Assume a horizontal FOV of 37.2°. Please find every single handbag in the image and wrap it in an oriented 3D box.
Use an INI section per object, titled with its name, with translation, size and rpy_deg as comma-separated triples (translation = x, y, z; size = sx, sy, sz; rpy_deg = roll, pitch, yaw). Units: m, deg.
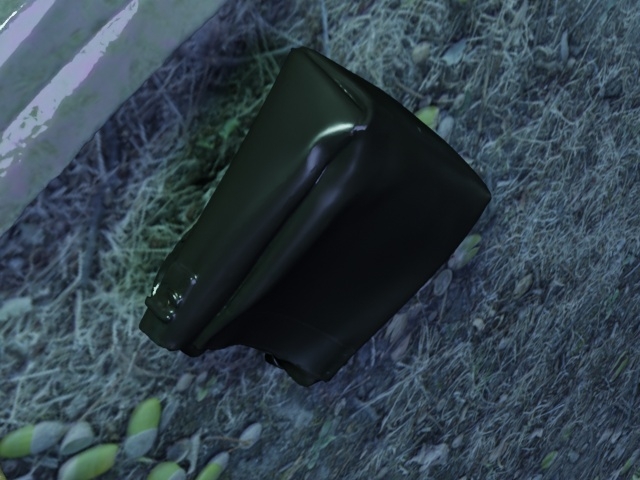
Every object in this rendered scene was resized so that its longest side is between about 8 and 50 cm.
[handbag]
translation = 0.000, 0.000, 0.778
size = 0.257, 0.113, 0.285
rpy_deg = -55, 151, 6

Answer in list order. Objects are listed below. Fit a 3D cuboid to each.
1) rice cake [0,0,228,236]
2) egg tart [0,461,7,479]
[rice cake]
translation = -0.150, -0.121, 0.572
size = 0.298, 0.050, 0.106
rpy_deg = -49, 143, -10
[egg tart]
translation = -0.322, 0.209, 0.563
size = 0.297, 0.132, 0.297
rpy_deg = -14, 119, -27
